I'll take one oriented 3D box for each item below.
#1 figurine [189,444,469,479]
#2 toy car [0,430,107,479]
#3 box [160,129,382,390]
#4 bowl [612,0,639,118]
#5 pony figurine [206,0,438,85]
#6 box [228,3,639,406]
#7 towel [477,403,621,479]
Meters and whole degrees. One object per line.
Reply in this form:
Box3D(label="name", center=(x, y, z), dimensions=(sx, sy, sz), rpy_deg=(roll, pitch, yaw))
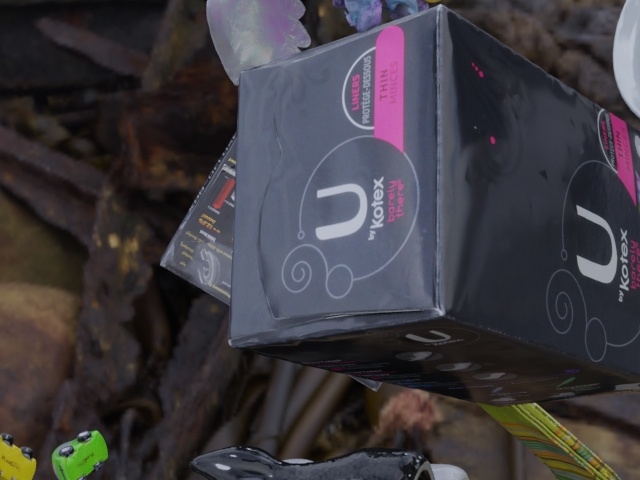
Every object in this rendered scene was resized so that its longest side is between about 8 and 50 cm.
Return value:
Box3D(label="figurine", center=(0.014, 0.231, 1.171), dimensions=(0.210, 0.215, 0.092), rpy_deg=(6, 78, 23))
Box3D(label="toy car", center=(-0.393, 0.349, 1.837), dimensions=(0.053, 0.239, 0.225), rpy_deg=(-9, 17, 32))
Box3D(label="box", center=(0.000, 0.000, 1.526), dimensions=(0.307, 0.242, 0.076), rpy_deg=(30, 3, -8))
Box3D(label="bowl", center=(0.460, -0.204, 1.294), dimensions=(0.298, 0.134, 0.297), rpy_deg=(-27, 47, 33))
Box3D(label="pony figurine", center=(-0.008, -0.348, 1.483), dimensions=(0.303, 0.351, 0.363), rpy_deg=(-40, 33, -11))
Box3D(label="box", center=(0.089, -0.002, 0.744), dimensions=(0.143, 0.270, 0.165), rpy_deg=(-12, 71, 38))
Box3D(label="towel", center=(0.140, 0.130, 1.014), dimensions=(0.021, 0.237, 0.102), rpy_deg=(-52, 14, -15))
